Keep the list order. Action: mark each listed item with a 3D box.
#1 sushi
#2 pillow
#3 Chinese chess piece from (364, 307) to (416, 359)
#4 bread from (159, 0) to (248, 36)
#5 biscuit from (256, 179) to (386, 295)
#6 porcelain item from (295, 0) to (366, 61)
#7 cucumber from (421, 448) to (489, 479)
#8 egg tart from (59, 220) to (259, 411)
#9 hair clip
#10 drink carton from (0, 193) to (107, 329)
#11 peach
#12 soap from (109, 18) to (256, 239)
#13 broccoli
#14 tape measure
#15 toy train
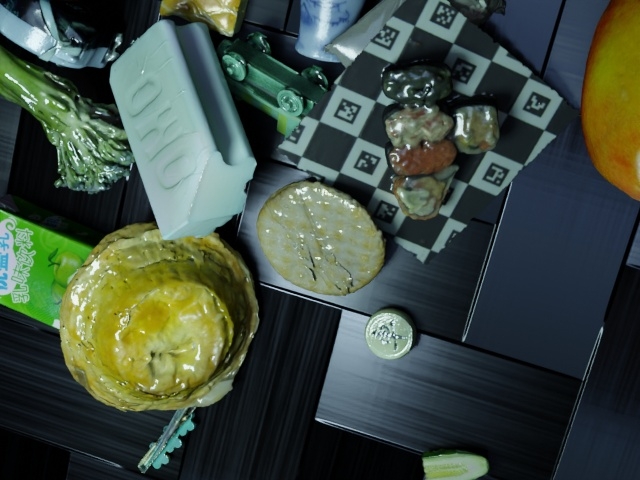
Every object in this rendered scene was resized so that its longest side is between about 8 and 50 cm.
[{"bbox_3d":[0.159,-0.149,1.632,0.320,0.069,0.339,37,110,-19],"label":"sushi"},{"bbox_3d":[0.146,-0.309,1.626,0.255,0.059,0.169,-41,125,12],"label":"pillow"},{"bbox_3d":[0.112,0.149,1.785,0.084,0.034,0.084,3,102,13],"label":"Chinese chess piece"},{"bbox_3d":[-0.161,-0.418,1.703,0.125,0.068,0.188,19,105,7],"label":"bread"},{"bbox_3d":[0.000,0.001,1.740,0.219,0.033,0.220,12,129,15],"label":"biscuit"},{"bbox_3d":[0.025,-0.397,1.639,0.141,0.141,0.259,12,112,9],"label":"porcelain item"},{"bbox_3d":[0.219,0.360,1.807,0.107,0.035,0.067,-7,118,12],"label":"cucumber"},{"bbox_3d":[-0.241,0.131,1.750,0.341,0.129,0.341,-6,106,-22],"label":"egg tart"},{"bbox_3d":[-0.252,0.333,1.900,0.049,0.049,0.173,37,112,2],"label":"hair clip"},{"bbox_3d":[-0.443,0.049,1.846,0.271,0.108,0.161,23,103,8],"label":"drink carton"},{"bbox_3d":[0.484,-0.247,1.484,0.242,0.380,0.306,14,131,8],"label":"peach"},{"bbox_3d":[-0.207,-0.164,1.676,0.173,0.095,0.290,-31,74,42],"label":"soap"},{"bbox_3d":[-0.416,-0.200,1.711,0.165,0.145,0.304,-14,132,41],"label":"broccoli"},{"bbox_3d":[-0.416,-0.336,1.720,0.181,0.182,0.107,32,106,6],"label":"tape measure"},{"bbox_3d":[-0.074,-0.229,1.705,0.200,0.083,0.132,34,147,15],"label":"toy train"}]
